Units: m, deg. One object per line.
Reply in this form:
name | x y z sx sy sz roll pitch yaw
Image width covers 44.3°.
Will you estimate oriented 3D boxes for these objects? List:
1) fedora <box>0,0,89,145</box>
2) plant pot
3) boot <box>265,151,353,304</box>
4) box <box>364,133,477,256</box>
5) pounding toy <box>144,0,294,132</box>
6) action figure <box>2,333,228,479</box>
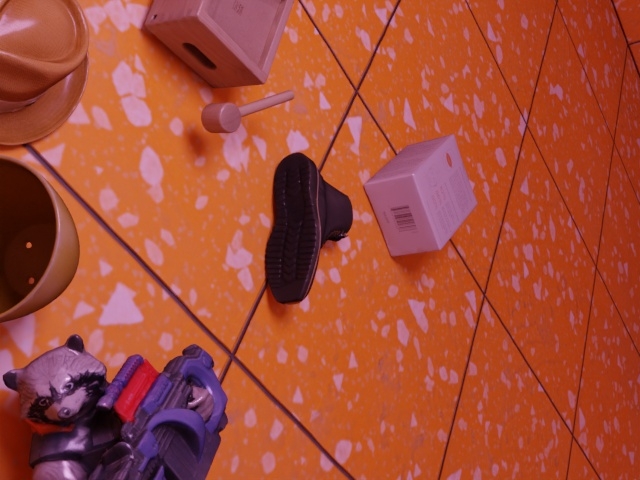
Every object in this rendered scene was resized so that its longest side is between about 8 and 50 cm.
fedora | -0.267 -0.179 0.688 0.194 0.079 0.194 16 70 -51
plant pot | -0.252 0.008 0.643 0.095 0.134 0.134 50 39 -74
boot | 0.000 0.000 1.025 0.137 0.077 0.197 33 58 -52
box | 0.162 -0.072 1.242 0.170 0.091 0.130 -43 116 -49
pounding toy | -0.112 -0.216 0.908 0.181 0.094 0.206 39 62 -49
action figure | -0.173 0.242 0.649 0.341 0.179 0.330 -50 121 -76
